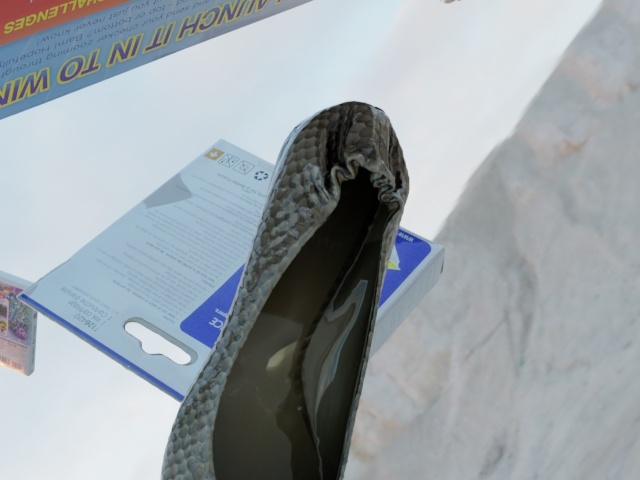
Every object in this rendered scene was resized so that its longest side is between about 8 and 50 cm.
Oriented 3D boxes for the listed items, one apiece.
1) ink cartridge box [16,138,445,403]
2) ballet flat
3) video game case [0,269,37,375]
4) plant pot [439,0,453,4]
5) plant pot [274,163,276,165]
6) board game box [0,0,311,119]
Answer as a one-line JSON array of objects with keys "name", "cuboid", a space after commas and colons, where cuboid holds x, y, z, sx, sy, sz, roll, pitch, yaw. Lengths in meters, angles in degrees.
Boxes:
[{"name": "ink cartridge box", "cuboid": [-0.083, 0.049, 1.116, 0.307, 0.303, 0.072, -44, -30, -33]}, {"name": "ballet flat", "cuboid": [-0.009, 0.056, 0.494, 0.058, 0.084, 0.250, 1, 72, 62]}, {"name": "video game case", "cuboid": [-0.439, 0.092, 1.443, 0.019, 0.157, 0.143, -53, -21, -56]}, {"name": "plant pot", "cuboid": [0.178, -0.455, 1.283, 0.333, 0.305, 0.334, -24, 4, 2]}, {"name": "plant pot", "cuboid": [0.000, 0.000, 1.476, 0.167, 0.167, 0.165, -50, -46, 2]}, {"name": "board game box", "cuboid": [-0.028, -0.205, 0.435, 0.308, 0.086, 0.302, -29, -16, -36]}]
